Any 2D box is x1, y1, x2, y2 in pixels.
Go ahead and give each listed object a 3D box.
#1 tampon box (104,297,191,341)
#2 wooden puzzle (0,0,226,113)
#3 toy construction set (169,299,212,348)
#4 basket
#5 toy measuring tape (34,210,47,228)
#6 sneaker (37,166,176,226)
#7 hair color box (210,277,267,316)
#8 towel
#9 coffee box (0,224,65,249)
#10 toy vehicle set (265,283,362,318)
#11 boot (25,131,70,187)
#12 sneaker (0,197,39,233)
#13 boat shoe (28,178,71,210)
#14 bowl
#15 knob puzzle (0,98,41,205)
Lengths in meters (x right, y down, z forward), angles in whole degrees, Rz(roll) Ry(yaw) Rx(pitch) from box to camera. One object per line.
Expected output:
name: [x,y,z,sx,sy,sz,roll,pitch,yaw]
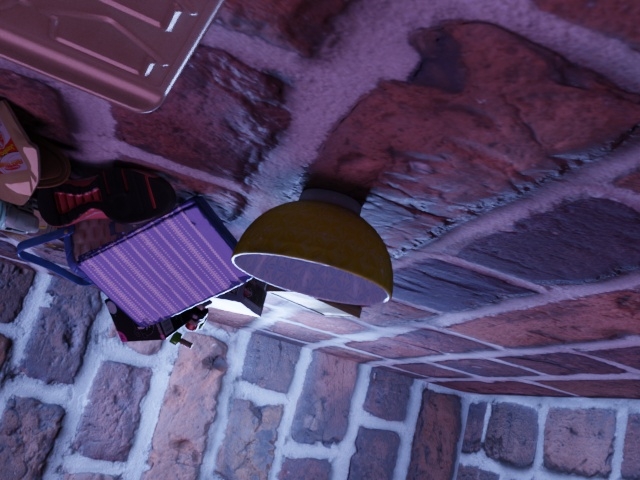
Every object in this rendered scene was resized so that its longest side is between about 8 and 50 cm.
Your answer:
tampon box: [-0.427,0.174,1.648,0.161,0.120,0.101,-9,-164,32]
wooden puzzle: [-0.262,-0.274,0.636,0.322,0.080,0.348,20,159,-21]
toy construction set: [-0.364,0.077,1.734,0.237,0.257,0.309,28,142,-4]
basket: [-0.533,0.024,1.603,0.289,0.201,0.255,-22,153,12]
toy measuring tape: [-0.697,-0.085,1.657,0.330,0.121,0.121,2,170,-24]
sneaker: [-0.423,-0.100,1.371,0.314,0.116,0.136,-1,-166,20]
hair color box: [-0.367,0.129,2.040,0.374,0.114,0.185,8,163,18]
towel: [-0.333,0.054,1.465,0.336,0.040,0.243,-25,123,17]
coffee box: [-0.747,-0.037,1.825,0.246,0.098,0.141,7,163,26]
toy vehicle set: [-0.020,0.184,2.061,0.267,0.035,0.166,27,160,-39]
boot: [-0.620,-0.144,1.349,0.283,0.109,0.220,4,172,-2]
sneaker: [-0.637,-0.057,1.348,0.151,0.094,0.256,20,-179,-31]
boat shoe: [-0.708,-0.120,1.516,0.302,0.091,0.114,10,163,16]
bowl: [0.000,0.000,1.186,0.289,0.156,0.289,13,165,4]
knob puzzle: [-0.579,-0.153,1.199,0.213,0.030,0.213,7,125,11]
